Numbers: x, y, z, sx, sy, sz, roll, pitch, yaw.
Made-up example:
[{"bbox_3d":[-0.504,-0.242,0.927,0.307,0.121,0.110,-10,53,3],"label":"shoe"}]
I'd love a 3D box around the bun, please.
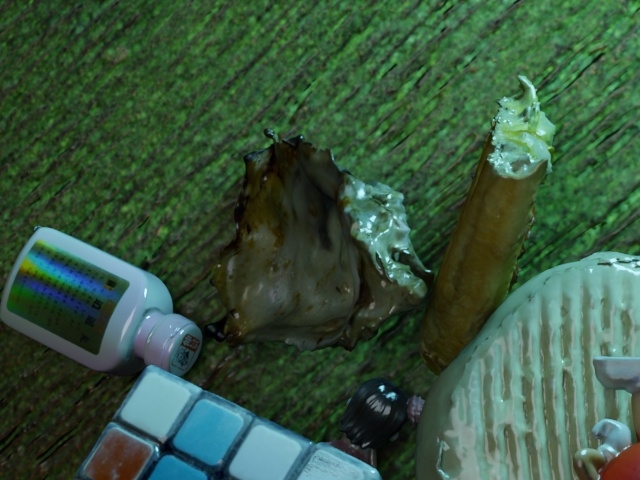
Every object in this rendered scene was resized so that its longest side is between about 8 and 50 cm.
[{"bbox_3d":[0.261,0.184,1.444,0.359,0.211,0.360,-2,78,10],"label":"bun"}]

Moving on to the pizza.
[{"bbox_3d":[0.173,-0.050,1.530,0.075,0.280,0.288,20,53,3],"label":"pizza"}]

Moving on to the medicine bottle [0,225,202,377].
[{"bbox_3d":[-0.226,0.075,1.751,0.219,0.078,0.115,24,87,26],"label":"medicine bottle"}]

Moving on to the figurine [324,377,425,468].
[{"bbox_3d":[0.044,0.193,1.621,0.072,0.054,0.129,36,97,22],"label":"figurine"}]

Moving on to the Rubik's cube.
[{"bbox_3d":[-0.085,0.307,1.512,0.253,0.259,0.256,23,69,29],"label":"Rubik's cube"}]

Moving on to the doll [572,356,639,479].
[{"bbox_3d":[0.283,0.196,1.291,0.183,0.085,0.217,6,63,3],"label":"doll"}]

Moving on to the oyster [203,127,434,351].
[{"bbox_3d":[0.006,-0.003,1.598,0.361,0.096,0.221,-2,84,58],"label":"oyster"}]
